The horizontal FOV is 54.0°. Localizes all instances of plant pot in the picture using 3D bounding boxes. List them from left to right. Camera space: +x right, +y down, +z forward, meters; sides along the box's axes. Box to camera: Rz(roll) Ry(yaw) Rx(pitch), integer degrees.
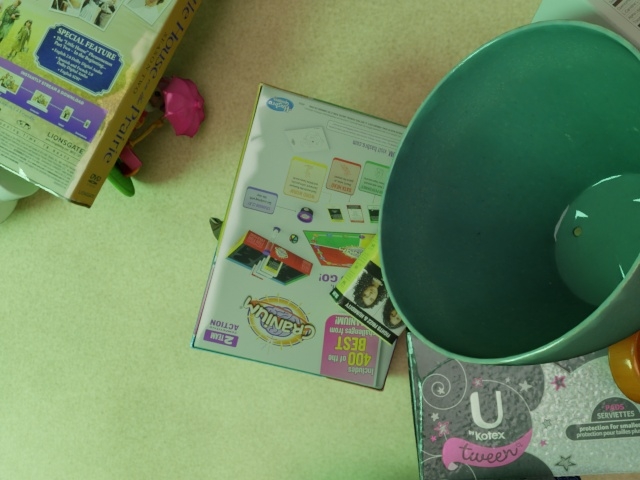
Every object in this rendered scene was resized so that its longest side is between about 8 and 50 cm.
[{"bbox_3d":[0.221,-0.022,0.574,0.290,0.196,0.290,-27,56,48],"label":"plant pot"}]

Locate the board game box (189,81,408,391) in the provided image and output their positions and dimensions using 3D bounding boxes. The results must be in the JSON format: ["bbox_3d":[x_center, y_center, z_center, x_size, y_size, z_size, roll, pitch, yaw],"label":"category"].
[{"bbox_3d":[0.000,0.000,0.757,0.243,0.064,0.316,16,94,-10],"label":"board game box"}]

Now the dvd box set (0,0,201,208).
[{"bbox_3d":[-0.319,-0.292,0.766,0.308,0.062,0.420,26,87,7],"label":"dvd box set"}]

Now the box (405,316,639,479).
[{"bbox_3d":[0.223,0.164,0.685,0.248,0.142,0.163,-5,85,8],"label":"box"}]

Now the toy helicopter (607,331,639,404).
[{"bbox_3d":[0.454,0.115,0.584,0.355,0.140,0.234,-28,89,-29],"label":"toy helicopter"}]

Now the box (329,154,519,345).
[{"bbox_3d":[0.115,0.000,0.710,0.087,0.058,0.232,39,90,-10],"label":"box"}]

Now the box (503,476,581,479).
[{"bbox_3d":[0.221,0.286,0.712,0.137,0.126,0.072,-5,90,14],"label":"box"}]

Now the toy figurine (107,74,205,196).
[{"bbox_3d":[-0.237,-0.170,0.860,0.159,0.130,0.173,-33,57,-1],"label":"toy figurine"}]

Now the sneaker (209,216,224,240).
[{"bbox_3d":[-0.076,-0.066,0.823,0.071,0.066,0.188,44,99,15],"label":"sneaker"}]

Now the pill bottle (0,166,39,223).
[{"bbox_3d":[-0.569,-0.081,0.893,0.323,0.181,0.181,-13,86,14],"label":"pill bottle"}]

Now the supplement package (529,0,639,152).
[{"bbox_3d":[0.362,-0.178,0.616,0.198,0.199,0.262,-42,79,-7],"label":"supplement package"}]
